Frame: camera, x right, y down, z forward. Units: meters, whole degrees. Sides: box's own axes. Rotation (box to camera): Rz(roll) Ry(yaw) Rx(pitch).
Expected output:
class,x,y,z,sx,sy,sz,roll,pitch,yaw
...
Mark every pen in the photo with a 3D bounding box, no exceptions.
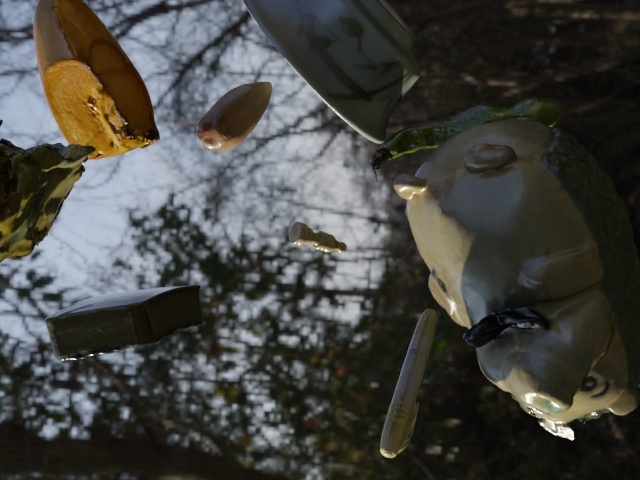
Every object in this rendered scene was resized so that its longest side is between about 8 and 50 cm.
class,x,y,z,sx,sy,sz,roll,pitch,yaw
pen,0.123,0.185,1.452,0.032,0.040,0.233,97,-167,-53

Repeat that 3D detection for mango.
class,x,y,z,sx,sy,sz,roll,pitch,yaw
mango,-0.324,-0.230,1.528,0.252,0.126,0.154,65,-163,-13

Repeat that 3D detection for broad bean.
class,x,y,z,sx,sy,sz,roll,pitch,yaw
broad bean,0.223,-0.159,1.675,0.098,0.318,0.056,-113,4,-45

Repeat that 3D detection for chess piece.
class,x,y,z,sx,sy,sz,roll,pitch,yaw
chess piece,0.000,0.000,1.667,0.035,0.092,0.035,-34,47,47

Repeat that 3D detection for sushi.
class,x,y,z,sx,sy,sz,roll,pitch,yaw
sushi,-0.297,-0.055,0.959,0.139,0.131,0.291,-56,-16,11

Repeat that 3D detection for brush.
class,x,y,z,sx,sy,sz,roll,pitch,yaw
brush,-0.219,0.090,1.266,0.197,0.123,0.059,-20,-80,-76

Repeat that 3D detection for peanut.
class,x,y,z,sx,sy,sz,roll,pitch,yaw
peanut,-0.130,-0.196,1.703,0.152,0.076,0.076,-45,-26,-23

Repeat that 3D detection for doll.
class,x,y,z,sx,sy,sz,roll,pitch,yaw
doll,0.231,0.043,1.193,0.349,0.247,0.247,60,-165,-13

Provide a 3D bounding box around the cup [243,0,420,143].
class,x,y,z,sx,sy,sz,roll,pitch,yaw
cup,0.043,-0.341,1.817,0.347,0.163,0.347,45,-165,-15
